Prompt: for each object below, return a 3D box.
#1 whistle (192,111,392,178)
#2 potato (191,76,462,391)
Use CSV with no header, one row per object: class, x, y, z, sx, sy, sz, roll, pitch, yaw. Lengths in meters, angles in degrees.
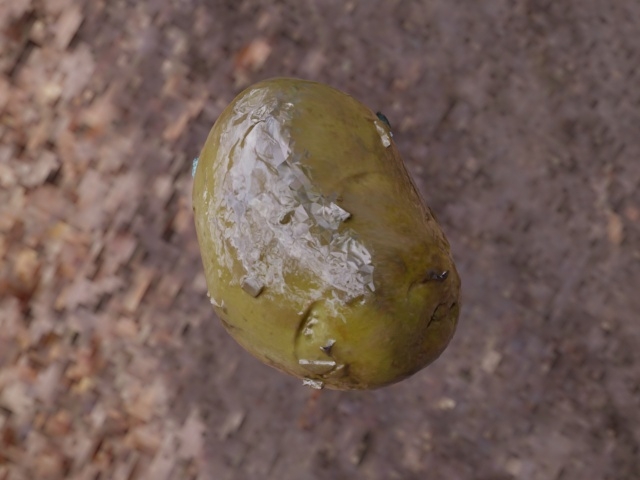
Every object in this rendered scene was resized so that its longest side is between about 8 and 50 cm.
whistle,-0.027,-0.077,1.677,0.186,0.039,0.039,-11,50,27
potato,0.000,0.000,1.018,0.137,0.137,0.176,-34,75,41
